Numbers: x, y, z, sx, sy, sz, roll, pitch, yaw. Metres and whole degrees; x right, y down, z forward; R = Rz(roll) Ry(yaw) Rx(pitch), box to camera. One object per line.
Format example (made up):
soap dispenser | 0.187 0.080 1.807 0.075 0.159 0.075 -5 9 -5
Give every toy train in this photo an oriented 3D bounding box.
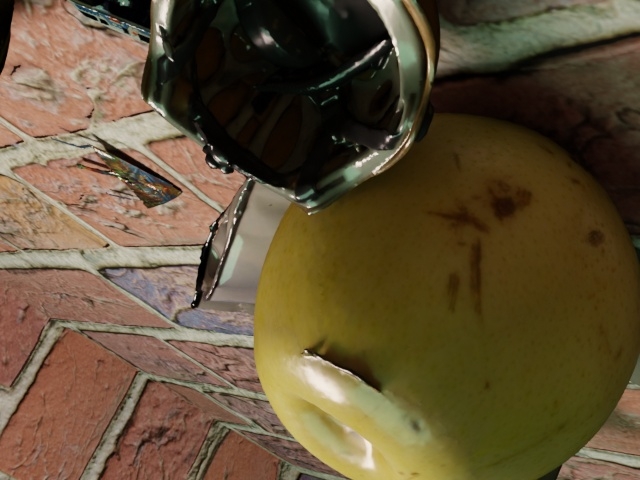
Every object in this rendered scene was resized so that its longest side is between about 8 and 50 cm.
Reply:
toy train | -0.119 -0.179 0.910 0.207 0.043 0.047 23 165 9

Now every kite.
kite | -0.239 -0.079 1.370 0.160 0.010 0.183 14 161 23

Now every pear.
pear | 0.094 0.056 0.854 0.309 0.309 0.309 23 161 9

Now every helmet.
helmet | -0.009 -0.139 0.737 0.198 0.130 0.224 32 133 -6

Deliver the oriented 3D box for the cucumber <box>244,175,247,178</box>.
cucumber | -0.037 -0.061 1.062 0.072 0.072 0.300 20 159 18

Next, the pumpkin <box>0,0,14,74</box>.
pumpkin | -0.435 -0.220 0.982 0.320 0.192 0.320 24 159 10

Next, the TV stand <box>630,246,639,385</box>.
TV stand | 0.360 0.111 0.980 0.269 0.088 0.083 28 161 -2

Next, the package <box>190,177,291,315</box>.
package | 0.000 0.000 1.064 0.203 0.062 0.251 8 141 -21

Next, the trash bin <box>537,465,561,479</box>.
trash bin | 0.120 0.175 1.341 0.343 0.158 0.223 39 157 -30
